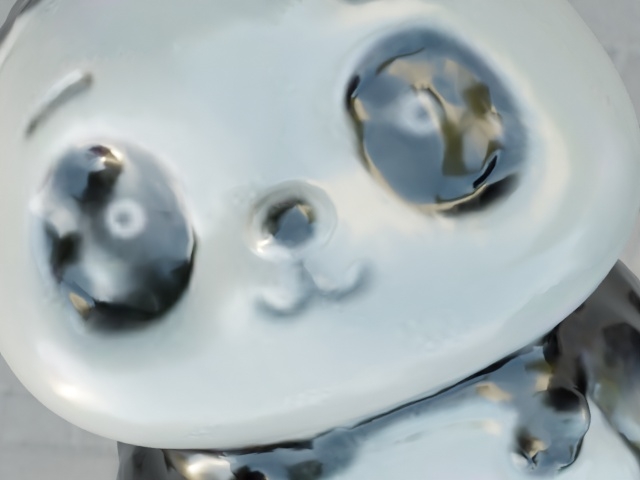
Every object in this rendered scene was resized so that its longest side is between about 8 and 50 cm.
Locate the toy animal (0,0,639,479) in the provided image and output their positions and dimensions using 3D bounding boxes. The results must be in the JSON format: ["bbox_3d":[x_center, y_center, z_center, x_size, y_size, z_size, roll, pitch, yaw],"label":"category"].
[{"bbox_3d":[0.002,0.007,0.566,0.187,0.165,0.235,-19,125,1],"label":"toy animal"}]
